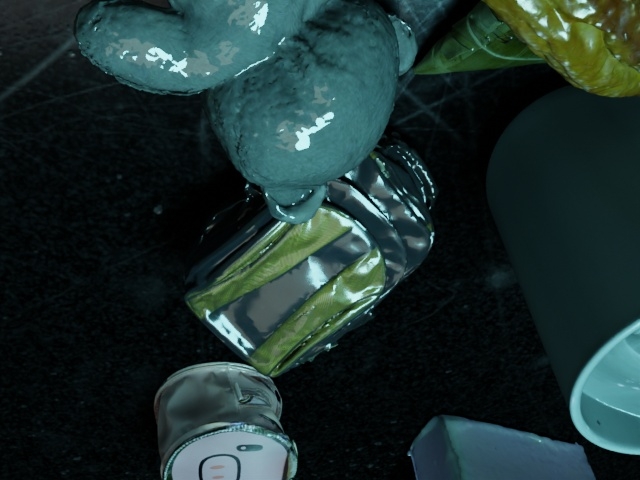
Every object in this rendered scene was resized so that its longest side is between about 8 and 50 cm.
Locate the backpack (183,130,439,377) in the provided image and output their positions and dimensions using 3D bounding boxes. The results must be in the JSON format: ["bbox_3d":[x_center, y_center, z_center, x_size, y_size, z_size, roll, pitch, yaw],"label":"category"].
[{"bbox_3d":[0.000,0.000,0.766,0.258,0.133,0.206,-36,119,15],"label":"backpack"}]

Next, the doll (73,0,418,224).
[{"bbox_3d":[-0.063,-0.194,0.586,0.246,0.158,0.340,-47,114,-9],"label":"doll"}]

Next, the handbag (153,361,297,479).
[{"bbox_3d":[-0.123,0.255,0.977,0.179,0.116,0.205,-2,131,-8],"label":"handbag"}]

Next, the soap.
[{"bbox_3d":[0.283,0.403,1.053,0.285,0.296,0.107,21,126,-22],"label":"soap"}]

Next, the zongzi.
[{"bbox_3d":[0.180,-0.171,0.697,0.154,0.062,0.130,7,154,-35],"label":"zongzi"}]

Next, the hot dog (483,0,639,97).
[{"bbox_3d":[0.203,-0.254,0.521,0.388,0.174,0.267,30,104,-31],"label":"hot dog"}]

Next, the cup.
[{"bbox_3d":[0.271,0.002,0.674,0.206,0.312,0.205,-4,133,-5],"label":"cup"}]
